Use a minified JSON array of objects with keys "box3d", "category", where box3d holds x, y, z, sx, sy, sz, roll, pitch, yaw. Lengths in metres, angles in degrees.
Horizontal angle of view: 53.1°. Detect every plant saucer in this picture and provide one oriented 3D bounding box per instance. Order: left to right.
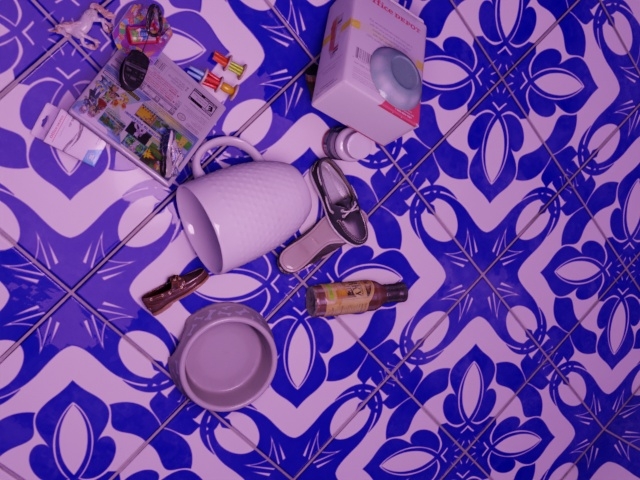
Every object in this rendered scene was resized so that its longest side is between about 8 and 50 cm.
[{"box3d":[0.223,-0.459,1.781,0.195,0.037,0.194,14,66,-33],"category":"plant saucer"}]

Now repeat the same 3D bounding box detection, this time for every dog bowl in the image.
[{"box3d":[-0.293,0.372,1.995,0.349,0.102,0.348,-4,102,-21],"category":"dog bowl"}]

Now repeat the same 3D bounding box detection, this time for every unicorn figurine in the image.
[{"box3d":[-0.628,-0.564,1.704,0.111,0.060,0.161,39,68,-23],"category":"unicorn figurine"}]

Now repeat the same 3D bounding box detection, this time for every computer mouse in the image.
[{"box3d":[-0.480,-0.515,1.711,0.071,0.041,0.241,22,89,-43],"category":"computer mouse"}]

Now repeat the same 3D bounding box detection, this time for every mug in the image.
[{"box3d":[-0.227,-0.131,1.852,0.328,0.276,0.374,-25,82,-26],"category":"mug"}]

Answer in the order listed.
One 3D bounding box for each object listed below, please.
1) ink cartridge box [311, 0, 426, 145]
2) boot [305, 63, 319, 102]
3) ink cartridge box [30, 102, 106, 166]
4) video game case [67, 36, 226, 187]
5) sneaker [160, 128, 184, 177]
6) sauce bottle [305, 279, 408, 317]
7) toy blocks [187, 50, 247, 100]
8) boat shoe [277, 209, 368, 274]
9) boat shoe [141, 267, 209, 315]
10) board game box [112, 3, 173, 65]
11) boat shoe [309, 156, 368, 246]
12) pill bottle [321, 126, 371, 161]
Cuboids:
[{"box3d":[0.152,-0.517,1.876,0.279,0.160,0.384,24,61,-28],"category":"ink cartridge box"},{"box3d":[0.042,-0.508,1.990,0.219,0.082,0.106,-29,137,-26],"category":"boot"},{"box3d":[-0.674,-0.286,1.731,0.180,0.060,0.104,28,88,-25],"category":"ink cartridge box"},{"box3d":[-0.471,-0.363,1.780,0.329,0.036,0.299,40,71,-24],"category":"video game case"},{"box3d":[-0.409,-0.240,1.772,0.058,0.052,0.135,1,97,-40],"category":"sneaker"},{"box3d":[0.125,0.186,2.126,0.345,0.111,0.111,-5,102,-23],"category":"sauce bottle"},{"box3d":[-0.297,-0.489,1.840,0.148,0.054,0.123,25,78,-26],"category":"toy blocks"},{"box3d":[0.000,0.000,2.059,0.335,0.095,0.112,-33,87,-18],"category":"boat shoe"},{"box3d":[-0.431,0.140,1.907,0.207,0.073,0.073,-35,113,-13],"category":"boat shoe"},{"box3d":[-0.478,-0.564,1.738,0.133,0.033,0.168,36,69,-25],"category":"board game box"},{"box3d":[0.063,-0.118,1.996,0.114,0.091,0.302,-34,91,-20],"category":"boat shoe"},{"box3d":[0.084,-0.296,1.973,0.108,0.180,0.107,-5,102,-22],"category":"pill bottle"}]
